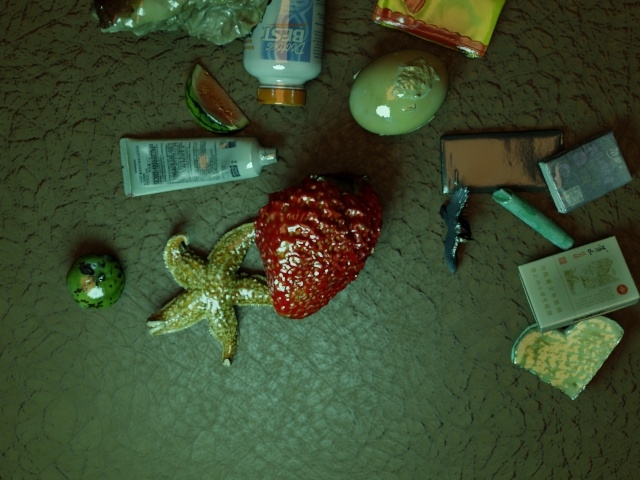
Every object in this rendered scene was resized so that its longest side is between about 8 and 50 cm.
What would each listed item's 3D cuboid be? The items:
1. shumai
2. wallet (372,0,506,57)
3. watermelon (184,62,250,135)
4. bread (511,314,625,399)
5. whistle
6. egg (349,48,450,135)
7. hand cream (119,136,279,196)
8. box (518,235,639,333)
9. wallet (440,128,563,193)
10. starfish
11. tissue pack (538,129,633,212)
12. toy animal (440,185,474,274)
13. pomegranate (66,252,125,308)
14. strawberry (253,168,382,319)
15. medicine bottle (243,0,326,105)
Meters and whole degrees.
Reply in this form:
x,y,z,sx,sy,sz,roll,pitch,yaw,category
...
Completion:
x,y,z,sx,sy,sz,roll,pitch,yaw,category
-0.264,-0.478,1.572,0.283,0.346,0.217,-3,97,-29,shumai
0.228,-0.455,1.690,0.241,0.067,0.141,19,101,2,wallet
-0.228,-0.271,1.753,0.087,0.069,0.163,-41,95,10,watermelon
0.508,0.236,1.759,0.232,0.064,0.172,-15,93,7,bread
0.426,-0.045,1.731,0.186,0.039,0.039,35,99,-8,whistle
0.151,-0.289,1.674,0.202,0.164,0.164,-24,95,8,egg
-0.250,-0.162,1.781,0.341,0.078,0.124,-3,98,13,hand cream
0.509,0.088,1.716,0.201,0.058,0.141,-20,68,7,box
0.364,-0.157,1.738,0.244,0.025,0.124,-2,98,6,wallet
-0.201,0.112,1.786,0.303,0.113,0.311,4,95,5,starfish
0.522,-0.135,1.703,0.156,0.051,0.112,-25,97,-4,tissue pack
0.272,-0.031,1.727,0.062,0.108,0.220,2,133,1,toy animal
-0.478,0.091,1.814,0.161,0.122,0.122,-25,96,46,pomegranate
-0.001,0.001,1.673,0.261,0.261,0.257,-19,76,7,strawberry
-0.069,-0.407,1.676,0.157,0.157,0.288,4,98,5,medicine bottle
